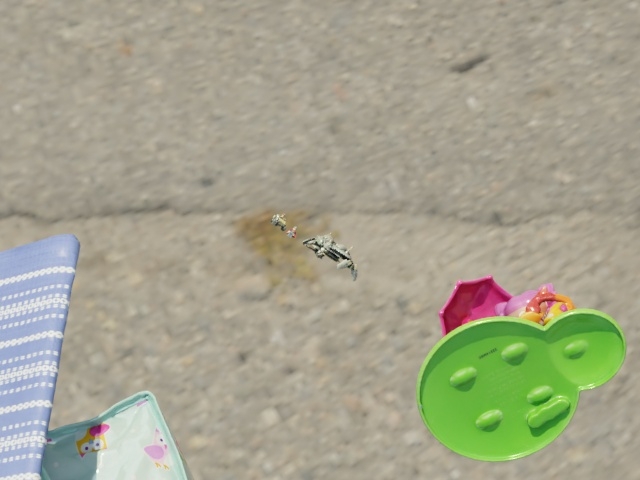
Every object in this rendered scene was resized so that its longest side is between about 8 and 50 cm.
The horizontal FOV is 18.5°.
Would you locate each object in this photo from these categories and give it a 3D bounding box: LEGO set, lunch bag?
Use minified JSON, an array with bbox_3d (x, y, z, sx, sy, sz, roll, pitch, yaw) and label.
[{"bbox_3d":[-0.001,-0.001,1.571,0.083,0.054,0.023,35,92,-15],"label":"LEGO set"},{"bbox_3d":[-0.173,0.311,1.873,0.223,0.160,0.262,101,146,-67],"label":"lunch bag"}]

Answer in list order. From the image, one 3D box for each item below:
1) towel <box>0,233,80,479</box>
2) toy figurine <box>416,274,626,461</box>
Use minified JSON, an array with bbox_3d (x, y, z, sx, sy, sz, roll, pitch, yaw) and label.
[{"bbox_3d":[-0.336,0.154,1.780,0.243,0.336,0.040,-15,140,24],"label":"towel"},{"bbox_3d":[0.157,0.076,1.612,0.173,0.159,0.130,-28,112,12],"label":"toy figurine"}]
